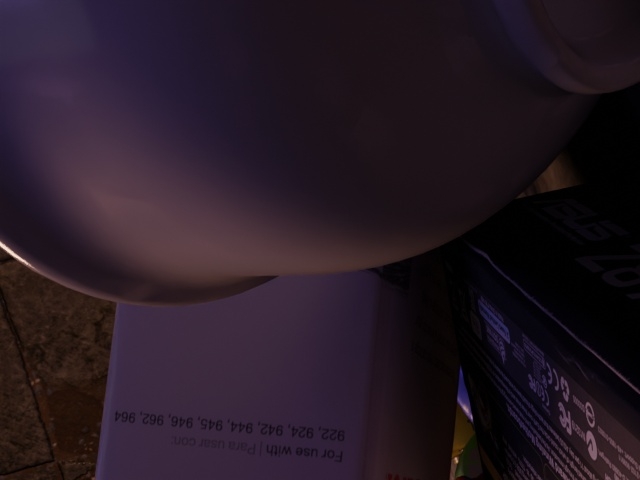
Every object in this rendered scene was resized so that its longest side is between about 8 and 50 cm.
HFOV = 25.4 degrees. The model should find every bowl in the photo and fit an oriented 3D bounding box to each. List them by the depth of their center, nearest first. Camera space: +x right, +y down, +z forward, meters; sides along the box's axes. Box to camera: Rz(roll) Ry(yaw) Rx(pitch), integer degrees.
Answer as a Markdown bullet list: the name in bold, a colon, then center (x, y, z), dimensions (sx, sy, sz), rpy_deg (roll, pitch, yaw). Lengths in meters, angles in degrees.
- **bowl**: center (0.026, -0.116, 0.380), dimensions (0.134, 0.298, 0.298), rpy_deg (12, 127, 34)

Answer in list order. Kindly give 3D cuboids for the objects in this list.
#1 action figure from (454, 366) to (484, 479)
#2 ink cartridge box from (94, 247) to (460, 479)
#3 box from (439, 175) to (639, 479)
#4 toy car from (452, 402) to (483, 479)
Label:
- **action figure**: center (0.094, 0.101, 0.761), dimensions (0.280, 0.091, 0.139), rpy_deg (-110, 17, -47)
- **ink cartridge box**: center (0.000, 0.000, 0.630), dimensions (0.198, 0.114, 0.273), rpy_deg (41, -125, -72)
- **box**: center (0.149, 0.173, 0.435), dimensions (0.395, 0.097, 0.318), rpy_deg (-130, 28, -74)
- **toy car**: center (0.096, 0.123, 0.947), dimensions (0.225, 0.053, 0.239), rpy_deg (-112, 9, -48)
